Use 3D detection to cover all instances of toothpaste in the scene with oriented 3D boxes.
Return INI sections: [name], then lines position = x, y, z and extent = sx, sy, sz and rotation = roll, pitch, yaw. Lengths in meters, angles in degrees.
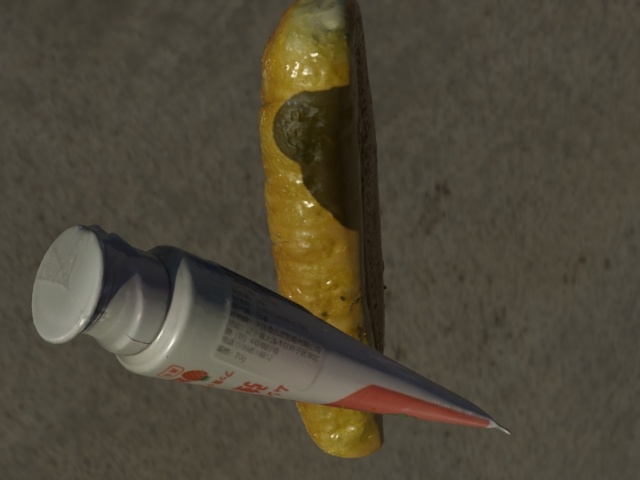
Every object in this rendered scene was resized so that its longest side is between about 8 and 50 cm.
[toothpaste]
position = -0.019, 0.048, 0.803
extent = 0.089, 0.234, 0.057
rotation = 23, 93, 52

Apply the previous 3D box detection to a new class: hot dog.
[hot dog]
position = 0.003, 0.001, 0.954
extent = 0.061, 0.286, 0.088
rotation = -4, 31, 3
